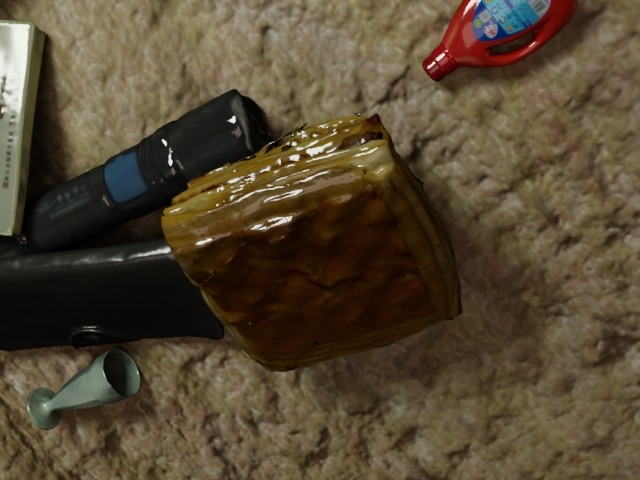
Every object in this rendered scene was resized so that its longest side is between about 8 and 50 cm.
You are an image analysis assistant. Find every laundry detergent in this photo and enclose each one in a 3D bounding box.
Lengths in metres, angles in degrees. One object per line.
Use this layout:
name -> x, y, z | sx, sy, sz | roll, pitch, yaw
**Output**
laundry detergent -> 0.186, -0.229, 0.764 | 0.165, 0.049, 0.097 | -38, 103, 22

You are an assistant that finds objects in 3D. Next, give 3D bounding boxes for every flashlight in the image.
flashlight -> -0.253, -0.057, 0.875 | 0.423, 0.103, 0.103 | -23, 104, 19

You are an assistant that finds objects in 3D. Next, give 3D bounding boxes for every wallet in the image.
wallet -> -0.317, 0.080, 0.915 | 0.377, 0.051, 0.197 | -5, 141, 11

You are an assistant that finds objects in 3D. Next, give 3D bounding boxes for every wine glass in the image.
wine glass -> -0.338, 0.212, 1.002 | 0.155, 0.073, 0.073 | -24, 104, 20

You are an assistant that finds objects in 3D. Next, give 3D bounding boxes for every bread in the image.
bread -> 0.000, 0.000, 0.783 | 0.277, 0.167, 0.325 | -17, 141, 13

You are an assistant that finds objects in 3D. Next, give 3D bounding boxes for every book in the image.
book -> -0.534, -0.154, 0.873 | 0.370, 0.043, 0.261 | 6, 90, 6
